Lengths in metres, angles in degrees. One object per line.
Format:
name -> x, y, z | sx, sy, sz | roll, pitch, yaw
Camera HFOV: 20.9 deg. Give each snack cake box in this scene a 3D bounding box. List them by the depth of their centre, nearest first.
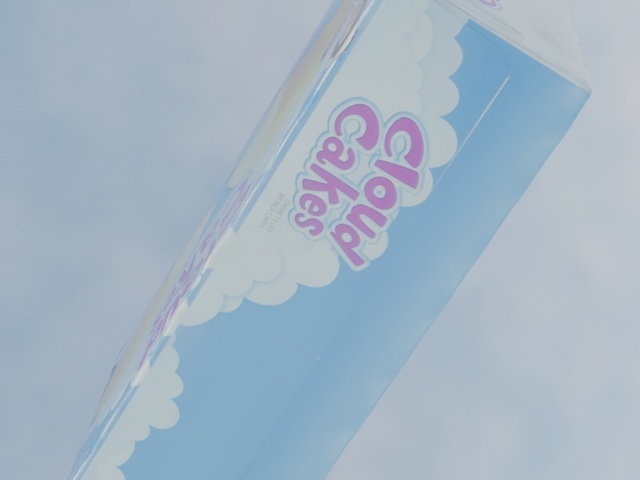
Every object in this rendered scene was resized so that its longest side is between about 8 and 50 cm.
snack cake box -> 0.000, 0.000, 0.720 | 0.089, 0.152, 0.264 | 30, -69, -7
